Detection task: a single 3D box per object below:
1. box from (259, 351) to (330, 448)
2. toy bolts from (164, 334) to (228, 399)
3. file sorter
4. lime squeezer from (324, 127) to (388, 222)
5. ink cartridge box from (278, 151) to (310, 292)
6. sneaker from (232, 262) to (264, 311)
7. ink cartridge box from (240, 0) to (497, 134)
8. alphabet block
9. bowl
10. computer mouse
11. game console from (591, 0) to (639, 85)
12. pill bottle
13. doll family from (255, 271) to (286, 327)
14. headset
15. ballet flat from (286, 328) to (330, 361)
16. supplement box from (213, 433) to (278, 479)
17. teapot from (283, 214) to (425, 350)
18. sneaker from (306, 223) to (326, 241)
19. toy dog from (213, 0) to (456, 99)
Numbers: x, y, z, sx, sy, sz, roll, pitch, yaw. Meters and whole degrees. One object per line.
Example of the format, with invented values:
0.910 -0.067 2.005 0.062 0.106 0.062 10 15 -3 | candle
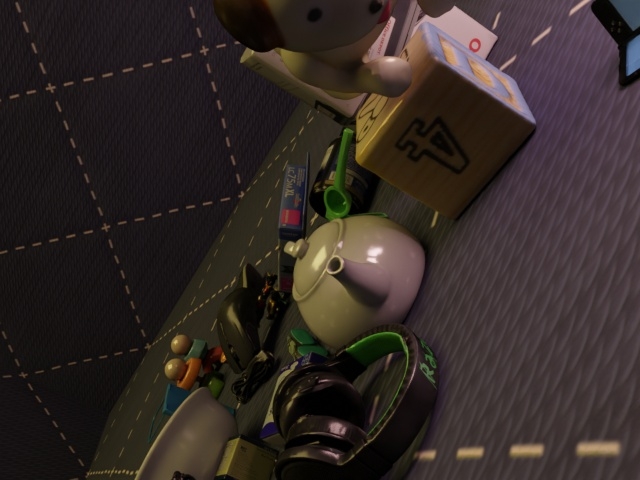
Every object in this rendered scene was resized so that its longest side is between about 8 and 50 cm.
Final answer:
-0.030 0.274 1.165 0.126 0.072 0.137 -40 28 54 | box
-0.334 0.313 1.940 0.218 0.159 0.228 -61 15 -1 | toy bolts
-0.295 0.427 1.587 0.104 0.170 0.118 -62 14 13 | file sorter
0.056 -0.070 1.220 0.110 0.310 0.058 -35 60 -2 | lime squeezer
-0.061 -0.037 1.584 0.311 0.065 0.185 99 176 -54 | ink cartridge box
-0.234 0.155 1.994 0.118 0.083 0.222 -37 23 17 | sneaker
0.092 -0.366 1.327 0.285 0.395 0.166 -61 17 2 | ink cartridge box
0.185 -0.188 1.078 0.197 0.194 0.192 -52 15 30 | alphabet block
-0.237 0.445 1.330 0.297 0.134 0.298 -60 -12 -22 | bowl
-0.193 0.225 1.621 0.188 0.072 0.272 -54 39 39 | computer mouse
0.382 -0.265 0.812 0.071 0.107 0.122 -36 -1 -36 | game console
0.062 -0.159 1.569 0.123 0.123 0.219 -38 26 56 | pill bottle
-0.116 0.128 1.718 0.111 0.076 0.192 106 176 -52 | doll family
-0.019 0.257 0.944 0.394 0.185 0.243 -46 17 12 | headset
-0.023 0.221 1.298 0.070 0.070 0.188 -60 13 3 | ballet flat
-0.134 0.406 1.247 0.056 0.083 0.083 -36 30 53 | supplement box
0.036 0.053 1.141 0.256 0.187 0.252 -49 18 41 | teapot
0.000 0.000 1.663 0.109 0.040 0.043 128 149 -45 | sneaker
-0.002 -0.370 0.934 0.284 0.395 0.408 -48 9 15 | toy dog
